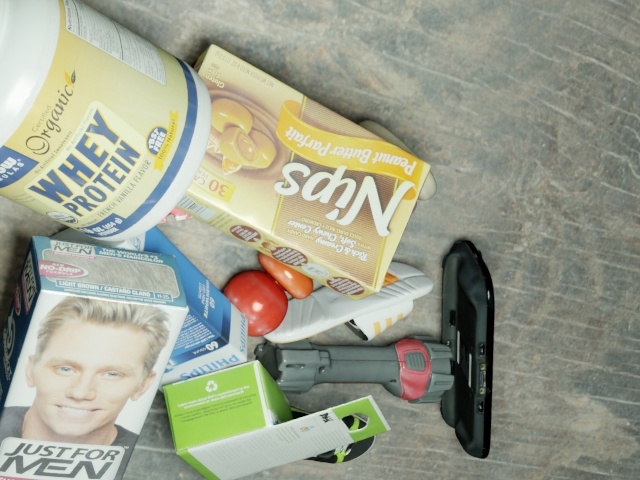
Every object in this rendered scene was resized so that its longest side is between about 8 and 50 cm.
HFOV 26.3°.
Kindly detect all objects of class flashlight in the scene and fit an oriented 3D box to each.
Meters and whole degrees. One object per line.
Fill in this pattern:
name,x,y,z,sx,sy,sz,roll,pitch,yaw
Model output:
flashlight,0.046,0.184,1.968,0.304,0.103,0.103,3,111,-32

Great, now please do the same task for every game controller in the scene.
game controller,0.224,0.164,2.040,0.067,0.166,0.319,-10,117,-15

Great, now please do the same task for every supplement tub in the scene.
supplement tub,-0.300,-0.152,1.476,0.316,0.228,0.228,27,93,-40

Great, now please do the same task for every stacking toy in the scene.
stacking toy,0.000,0.000,1.835,0.330,0.141,0.141,-47,129,-3

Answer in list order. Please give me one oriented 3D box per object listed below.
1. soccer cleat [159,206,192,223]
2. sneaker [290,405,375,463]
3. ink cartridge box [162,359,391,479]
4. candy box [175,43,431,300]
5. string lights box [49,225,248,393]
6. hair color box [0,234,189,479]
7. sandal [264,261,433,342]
soccer cleat,-0.149,-0.077,1.727,0.248,0.083,0.095,-10,91,-30
sneaker,-0.001,0.293,1.974,0.235,0.097,0.084,13,102,-39
ink cartridge box,-0.052,0.223,1.791,0.255,0.097,0.189,-17,156,4
candy box,-0.042,-0.079,1.674,0.316,0.087,0.183,28,71,-15
string lights box,-0.214,0.077,1.698,0.133,0.076,0.259,-23,133,20
hair color box,-0.293,0.169,1.614,0.174,0.105,0.347,8,124,-23
sandal,0.035,0.104,1.923,0.265,0.102,0.076,-19,124,-23
